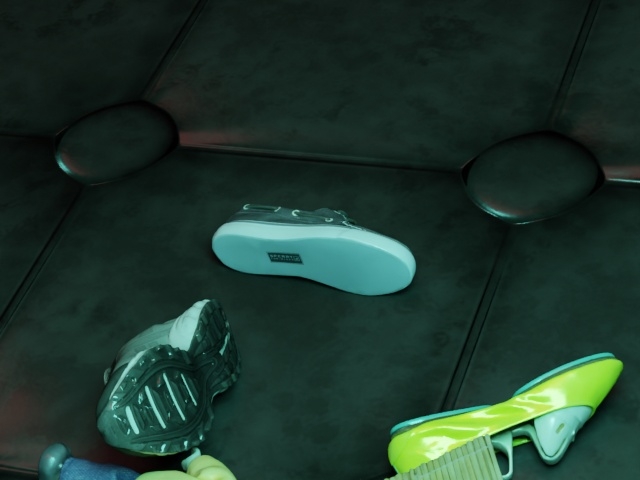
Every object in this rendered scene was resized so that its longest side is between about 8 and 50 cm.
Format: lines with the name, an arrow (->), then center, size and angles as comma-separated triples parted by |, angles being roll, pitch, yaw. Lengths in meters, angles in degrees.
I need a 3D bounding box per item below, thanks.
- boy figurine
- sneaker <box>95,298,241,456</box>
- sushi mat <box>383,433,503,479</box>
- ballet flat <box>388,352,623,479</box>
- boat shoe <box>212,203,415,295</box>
boy figurine -> -0.132, 0.255, 1.608 | 0.285, 0.092, 0.177 | 12, 45, 24
sneaker -> -0.157, 0.140, 1.705 | 0.108, 0.100, 0.271 | -19, 9, 17
sushi mat -> 0.092, 0.262, 1.467 | 0.151, 0.019, 0.316 | -22, 21, 5
ballet flat -> 0.176, 0.175, 1.650 | 0.231, 0.077, 0.077 | -19, 62, -3
boat shoe -> 0.000, 0.000, 1.887 | 0.228, 0.080, 0.076 | 4, 44, 29
